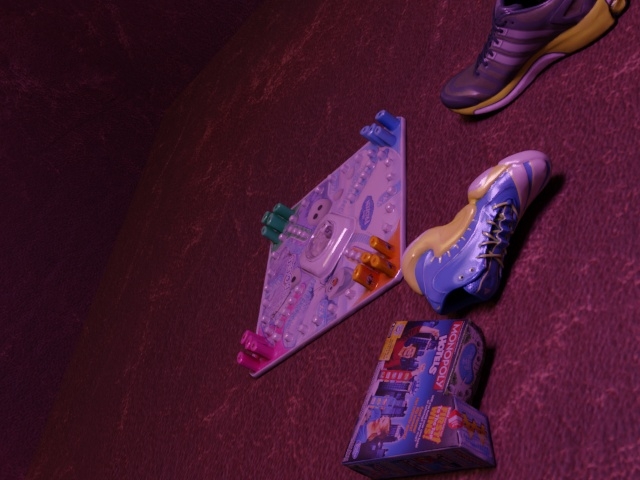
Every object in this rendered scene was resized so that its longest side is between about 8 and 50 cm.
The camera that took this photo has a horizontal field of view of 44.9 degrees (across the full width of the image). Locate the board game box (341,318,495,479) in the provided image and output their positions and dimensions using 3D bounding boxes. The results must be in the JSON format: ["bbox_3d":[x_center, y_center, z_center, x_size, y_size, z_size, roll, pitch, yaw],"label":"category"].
[{"bbox_3d":[0.131,0.191,0.901,0.194,0.060,0.194,-10,53,57],"label":"board game box"}]

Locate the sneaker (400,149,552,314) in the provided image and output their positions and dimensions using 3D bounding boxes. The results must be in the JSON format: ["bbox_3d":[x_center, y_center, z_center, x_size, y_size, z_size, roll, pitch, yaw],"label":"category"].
[{"bbox_3d":[0.212,0.004,0.963,0.240,0.091,0.126,-46,46,24],"label":"sneaker"}]

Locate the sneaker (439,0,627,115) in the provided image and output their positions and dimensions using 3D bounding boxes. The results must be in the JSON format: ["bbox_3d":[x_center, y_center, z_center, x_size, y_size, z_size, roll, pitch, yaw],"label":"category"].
[{"bbox_3d":[0.277,-0.295,1.112,0.300,0.121,0.111,-37,32,38],"label":"sneaker"}]

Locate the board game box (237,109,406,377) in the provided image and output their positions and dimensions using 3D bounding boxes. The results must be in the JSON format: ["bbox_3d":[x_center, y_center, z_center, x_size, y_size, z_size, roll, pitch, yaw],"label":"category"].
[{"bbox_3d":[0.000,0.000,1.372,0.390,0.050,0.390,-38,32,36],"label":"board game box"}]
